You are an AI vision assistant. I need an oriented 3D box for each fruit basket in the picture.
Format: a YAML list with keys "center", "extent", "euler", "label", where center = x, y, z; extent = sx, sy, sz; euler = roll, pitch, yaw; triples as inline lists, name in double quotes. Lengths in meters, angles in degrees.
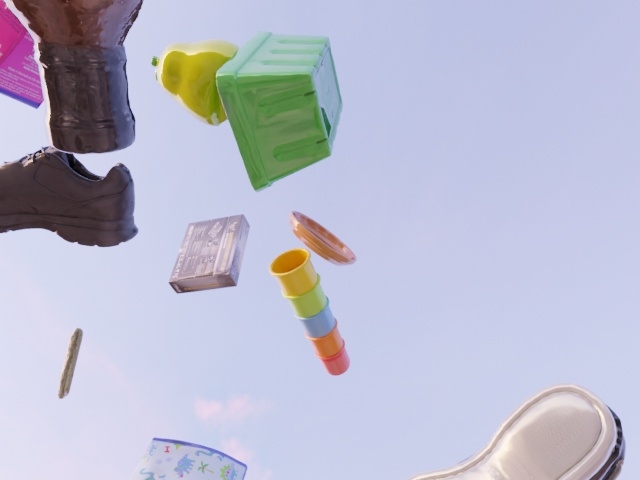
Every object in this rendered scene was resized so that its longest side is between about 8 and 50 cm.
- center: [-0.157, -0.299, 1.051]
  extent: [0.391, 0.392, 0.283]
  euler: [-8, -57, 13]
  label: "fruit basket"

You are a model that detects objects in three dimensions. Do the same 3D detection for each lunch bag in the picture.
- center: [-0.191, 0.364, 0.699]
  extent: [0.151, 0.129, 0.097]
  euler: [3, -60, 8]
  label: "lunch bag"

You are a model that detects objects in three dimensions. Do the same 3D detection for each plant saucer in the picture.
- center: [0.000, 0.000, 1.203]
  extent: [0.199, 0.200, 0.037]
  euler: [35, -81, -10]
  label: "plant saucer"

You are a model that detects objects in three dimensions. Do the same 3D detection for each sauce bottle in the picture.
- center: [-0.178, -0.235, 0.343]
  extent: [0.111, 0.111, 0.345]
  euler: [8, -60, 5]
  label: "sauce bottle"

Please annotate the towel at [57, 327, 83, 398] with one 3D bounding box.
- center: [-0.545, 0.268, 1.076]
  extent: [0.027, 0.148, 0.110]
  euler: [14, -22, -24]
  label: "towel"

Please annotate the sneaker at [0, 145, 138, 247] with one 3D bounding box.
- center: [-0.398, -0.074, 0.683]
  extent: [0.286, 0.109, 0.130]
  euler: [6, -72, -17]
  label: "sneaker"

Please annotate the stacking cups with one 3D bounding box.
- center: [-0.007, 0.170, 1.083]
  extent: [0.095, 0.096, 0.317]
  euler: [-16, -63, 16]
  label: "stacking cups"

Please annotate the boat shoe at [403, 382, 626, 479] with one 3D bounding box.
- center: [0.169, 0.266, 0.490]
  extent: [0.302, 0.114, 0.091]
  euler: [-39, -54, 13]
  label: "boat shoe"

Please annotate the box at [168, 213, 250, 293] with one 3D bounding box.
- center: [-0.308, 0.035, 1.395]
  extent: [0.182, 0.231, 0.056]
  euler: [-8, -44, 13]
  label: "box"

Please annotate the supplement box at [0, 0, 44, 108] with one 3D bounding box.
- center: [-0.445, -0.336, 0.767]
  extent: [0.111, 0.114, 0.220]
  euler: [43, -85, 11]
  label: "supplement box"
